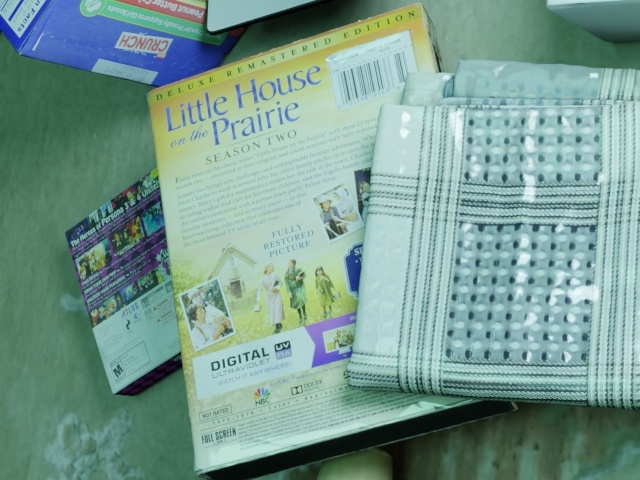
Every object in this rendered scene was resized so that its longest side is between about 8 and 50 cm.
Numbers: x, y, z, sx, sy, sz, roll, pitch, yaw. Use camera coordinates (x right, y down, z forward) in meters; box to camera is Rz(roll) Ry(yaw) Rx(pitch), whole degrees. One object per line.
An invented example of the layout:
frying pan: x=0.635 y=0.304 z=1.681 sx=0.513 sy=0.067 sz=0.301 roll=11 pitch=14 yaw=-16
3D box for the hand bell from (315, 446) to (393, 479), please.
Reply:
hand bell: x=0.041 y=0.168 z=1.591 sx=0.126 sy=0.126 sz=0.242 roll=-8 pitch=65 yaw=34

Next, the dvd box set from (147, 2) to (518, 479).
dvd box set: x=0.000 y=0.000 z=1.581 sx=0.307 sy=0.062 sz=0.420 roll=-17 pitch=64 yaw=13

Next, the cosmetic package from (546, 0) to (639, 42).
cosmetic package: x=0.333 y=-0.301 z=1.430 sx=0.224 sy=0.138 sz=0.224 roll=2 pitch=83 yaw=35

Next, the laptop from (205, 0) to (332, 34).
laptop: x=-0.026 y=-0.450 z=1.569 sx=0.408 sy=0.236 sz=0.382 roll=-10 pitch=71 yaw=39

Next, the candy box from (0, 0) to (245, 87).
candy box: x=-0.275 y=-0.312 z=1.788 sx=0.122 sy=0.268 sz=0.317 roll=-53 pitch=57 yaw=20

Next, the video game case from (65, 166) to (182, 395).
video game case: x=-0.165 y=0.027 z=1.784 sx=0.232 sy=0.042 sz=0.210 roll=-33 pitch=64 yaw=26

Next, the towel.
towel: x=0.189 y=-0.015 z=1.450 sx=0.312 sy=0.056 sz=0.324 roll=2 pitch=69 yaw=21
